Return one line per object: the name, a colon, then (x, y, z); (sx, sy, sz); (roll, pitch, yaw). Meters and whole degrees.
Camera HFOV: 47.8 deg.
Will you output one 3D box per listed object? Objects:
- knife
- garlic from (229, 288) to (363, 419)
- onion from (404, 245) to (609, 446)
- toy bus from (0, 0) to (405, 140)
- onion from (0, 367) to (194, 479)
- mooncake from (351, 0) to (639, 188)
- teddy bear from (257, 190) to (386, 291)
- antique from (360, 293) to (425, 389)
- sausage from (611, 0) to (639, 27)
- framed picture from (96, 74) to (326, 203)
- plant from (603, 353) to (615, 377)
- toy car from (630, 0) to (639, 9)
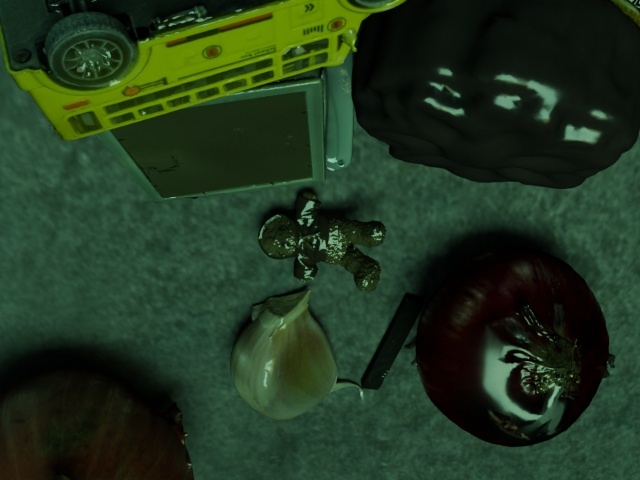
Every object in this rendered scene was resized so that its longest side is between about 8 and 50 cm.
knife: (0.017, -0.150, 0.821); (0.044, 0.023, 0.162); (-2, 129, -2)
garlic: (-0.041, 0.203, 1.057); (0.149, 0.128, 0.266); (-12, 140, 16)
onion: (0.243, 0.137, 0.987); (0.273, 0.285, 0.273); (-2, 95, -24)
toy bus: (-0.078, -0.197, 0.578); (0.330, 0.144, 0.152); (-18, 157, -7)
onion: (-0.341, 0.341, 1.001); (0.354, 0.353, 0.353); (-4, 128, -5)
mooncake: (0.167, -0.137, 0.702); (0.283, 0.283, 0.141); (19, 80, -22)
teddy bear: (0.004, -0.002, 0.908); (0.161, 0.078, 0.119); (11, 110, 10)
antique: (0.106, 0.155, 1.077); (0.031, 0.015, 0.192); (10, 126, -16)
sausage: (0.169, -0.249, 0.696); (0.372, 0.082, 0.082); (18, 124, -10)
framed picture: (-0.101, -0.096, 0.756); (0.217, 0.016, 0.273); (-8, 166, -2)
plant: (0.363, 0.199, 1.113); (0.174, 0.087, 0.085); (-21, 93, 13)
toy car: (0.335, -0.226, 0.778); (0.103, 0.063, 0.216); (24, 119, -8)
